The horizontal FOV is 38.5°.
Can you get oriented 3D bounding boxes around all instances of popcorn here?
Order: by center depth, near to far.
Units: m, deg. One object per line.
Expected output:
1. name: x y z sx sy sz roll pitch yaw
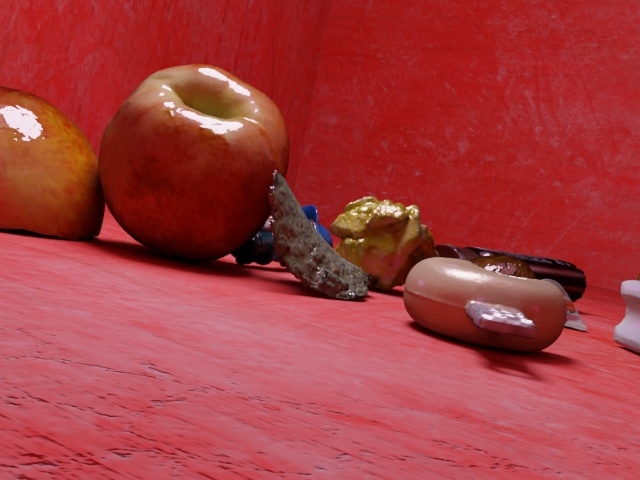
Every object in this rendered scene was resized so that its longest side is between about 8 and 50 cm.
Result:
1. popcorn: 0.084 0.006 1.227 0.126 0.126 0.145 25 -12 47

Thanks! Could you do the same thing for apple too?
1. apple: -0.397 -0.106 1.115 0.293 0.163 0.251 14 4 17

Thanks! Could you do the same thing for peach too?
1. peach: -0.157 -0.076 1.105 0.232 0.257 0.232 11 44 -11

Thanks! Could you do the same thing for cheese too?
1. cheese: 0.140 0.061 0.855 0.163 0.071 0.249 13 4 23

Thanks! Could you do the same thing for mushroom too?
1. mushroom: 0.222 0.064 1.195 0.127 0.087 0.127 -12 3 1

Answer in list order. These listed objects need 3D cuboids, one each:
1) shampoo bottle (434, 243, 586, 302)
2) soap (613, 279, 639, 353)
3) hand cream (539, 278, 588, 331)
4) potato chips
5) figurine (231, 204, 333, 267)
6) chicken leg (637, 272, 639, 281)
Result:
1. shampoo bottle: 0.298 0.058 1.491 0.323 0.084 0.129 8 1 -45
2. soap: 0.440 0.105 1.011 0.145 0.091 0.230 8 3 -6
3. hand cream: 0.336 0.095 1.331 0.080 0.050 0.234 16 9 7
4. potato chips: -0.005 0.006 1.059 0.167 0.059 0.228 53 6 7
5. figurine: -0.047 0.003 1.218 0.149 0.086 0.087 -7 51 -48
6. chicken leg: 0.635 0.103 1.590 0.201 0.153 0.429 -1 6 18
